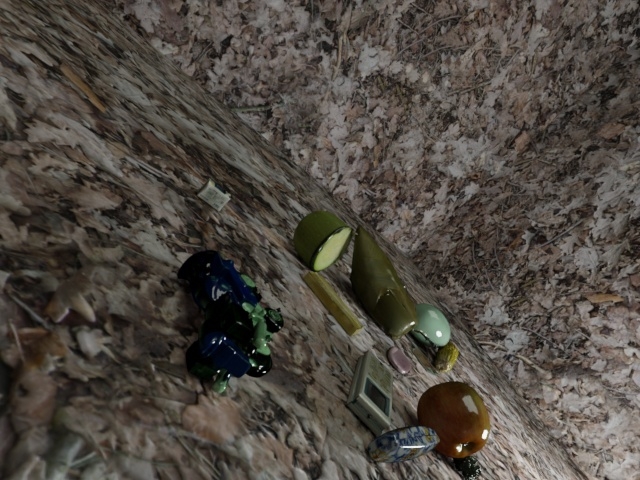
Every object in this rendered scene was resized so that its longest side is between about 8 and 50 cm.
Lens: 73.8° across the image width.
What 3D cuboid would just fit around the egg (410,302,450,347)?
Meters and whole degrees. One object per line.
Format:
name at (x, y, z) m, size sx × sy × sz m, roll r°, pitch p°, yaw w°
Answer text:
egg at (0.490, 0.386, 1.933) m, size 0.231 × 0.168 × 0.168 m, roll 46°, pitch 12°, yaw -11°

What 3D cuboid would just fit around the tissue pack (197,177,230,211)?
tissue pack at (-0.321, -0.138, 1.288) m, size 0.083 × 0.062 × 0.042 m, roll 38°, pitch 20°, yaw -26°

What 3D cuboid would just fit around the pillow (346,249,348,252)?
pillow at (0.059, -0.016, 2.162) m, size 0.217 × 0.033 × 0.130 m, roll 48°, pitch 16°, yaw 13°

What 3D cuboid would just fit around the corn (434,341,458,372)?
corn at (0.567, 0.524, 1.924) m, size 0.097 × 0.097 × 0.320 m, roll 48°, pitch 15°, yaw 15°

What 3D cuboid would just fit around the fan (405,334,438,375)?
fan at (0.412, 0.472, 1.780) m, size 0.132 × 0.009 × 0.220 m, roll 33°, pitch 17°, yaw -43°

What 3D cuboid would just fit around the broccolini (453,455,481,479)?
broccolini at (0.398, 0.594, 1.237) m, size 0.074 × 0.058 × 0.201 m, roll 48°, pitch 12°, yaw -19°

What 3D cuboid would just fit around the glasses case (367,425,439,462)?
glasses case at (0.194, 0.458, 0.962) m, size 0.248 × 0.087 × 0.065 m, roll 31°, pitch 31°, yaw -49°

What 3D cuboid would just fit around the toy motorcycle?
toy motorcycle at (-0.177, 0.125, 0.804) m, size 0.196 × 0.125 × 0.331 m, roll 37°, pitch 11°, yaw -25°

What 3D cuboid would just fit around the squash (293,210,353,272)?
squash at (0.012, 0.007, 1.571) m, size 0.133 × 0.220 × 0.220 m, roll 40°, pitch 9°, yaw 32°

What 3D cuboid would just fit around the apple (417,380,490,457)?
apple at (0.367, 0.491, 1.174) m, size 0.188 × 0.188 × 0.174 m, roll 37°, pitch 20°, yaw -31°

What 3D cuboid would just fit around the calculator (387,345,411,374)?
calculator at (0.277, 0.418, 1.493) m, size 0.103 × 0.024 × 0.166 m, roll 47°, pitch 14°, yaw 12°

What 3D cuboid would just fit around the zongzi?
zongzi at (0.255, 0.199, 1.590) m, size 0.447 × 0.181 × 0.418 m, roll 54°, pitch -12°, yaw 34°

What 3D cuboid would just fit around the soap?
soap at (0.043, 0.204, 1.410) m, size 0.252 × 0.037 × 0.092 m, roll 48°, pitch 12°, yaw 19°

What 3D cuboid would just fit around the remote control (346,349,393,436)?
remote control at (0.136, 0.379, 1.101) m, size 0.103 × 0.055 × 0.277 m, roll 45°, pitch 12°, yaw 3°
